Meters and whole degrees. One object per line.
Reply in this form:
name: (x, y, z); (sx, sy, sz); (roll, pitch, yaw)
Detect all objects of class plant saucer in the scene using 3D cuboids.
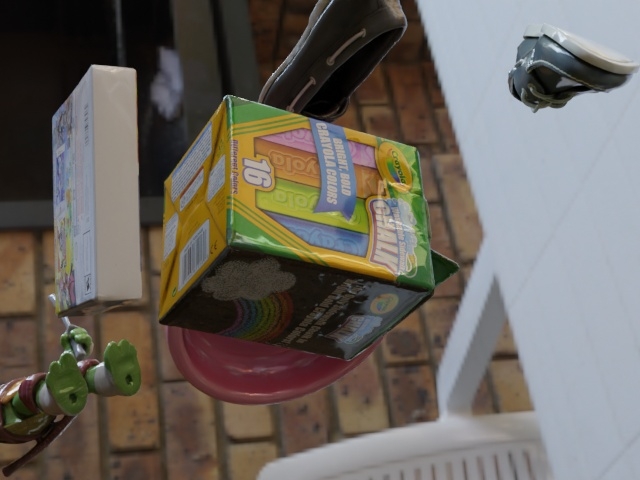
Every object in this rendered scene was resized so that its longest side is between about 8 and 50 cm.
plant saucer: (-0.050, 0.072, 1.482); (0.084, 0.332, 0.332); (-121, 29, -48)

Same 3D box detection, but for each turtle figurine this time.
turtle figurine: (-0.367, 0.143, 1.389); (0.266, 0.198, 0.274); (-11, 58, 38)

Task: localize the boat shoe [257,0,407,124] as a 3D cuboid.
boat shoe: (0.008, -0.204, 1.424); (0.095, 0.112, 0.335); (54, 143, 16)

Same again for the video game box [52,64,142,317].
video game box: (-0.209, -0.037, 1.025); (0.187, 0.048, 0.205); (-16, 75, 63)

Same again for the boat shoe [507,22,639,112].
boat shoe: (0.279, -0.187, 1.280); (0.319, 0.116, 0.099); (-89, 23, -77)

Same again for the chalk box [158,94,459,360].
chalk box: (0.000, 0.000, 1.147); (0.180, 0.289, 0.179); (-44, 41, 48)
